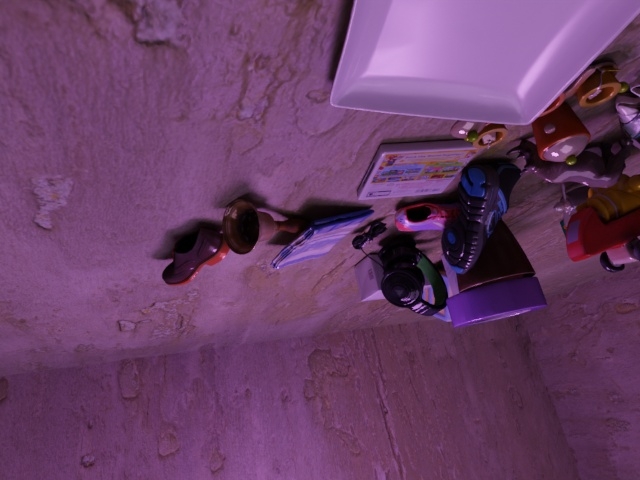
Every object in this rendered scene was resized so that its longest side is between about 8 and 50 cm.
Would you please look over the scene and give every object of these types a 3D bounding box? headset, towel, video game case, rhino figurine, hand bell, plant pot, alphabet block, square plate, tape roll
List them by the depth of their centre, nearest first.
[{"bbox_3d":[0.204,-0.279,0.583,0.348,0.049,0.344,4,161,-6],"label":"square plate"},{"bbox_3d":[0.535,-0.176,0.972,0.244,0.106,0.073,9,179,12],"label":"rhino figurine"},{"bbox_3d":[0.215,-0.158,1.016,0.227,0.026,0.206,-6,158,-13],"label":"video game case"},{"bbox_3d":[-0.105,-0.035,1.090,0.126,0.126,0.242,-28,165,36],"label":"hand bell"},{"bbox_3d":[0.000,0.000,1.237,0.209,0.034,0.285,-15,165,-34],"label":"towel"},{"bbox_3d":[0.487,0.019,1.319,0.216,0.230,0.215,-11,163,-3],"label":"plant pot"},{"bbox_3d":[0.529,0.191,1.351,0.275,0.090,0.274,-12,163,-4],"label":"tape roll"},{"bbox_3d":[0.270,0.077,1.394,0.395,0.243,0.185,29,129,-24],"label":"headset"},{"bbox_3d":[0.555,0.217,1.852,0.197,0.192,0.193,-4,-171,-21],"label":"alphabet block"}]

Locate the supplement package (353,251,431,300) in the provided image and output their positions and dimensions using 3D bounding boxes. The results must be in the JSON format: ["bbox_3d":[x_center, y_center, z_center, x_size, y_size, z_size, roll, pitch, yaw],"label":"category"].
[{"bbox_3d":[0.269,0.129,1.624,0.244,0.138,0.134,-3,158,-25],"label":"supplement package"}]

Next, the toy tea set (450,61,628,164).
[{"bbox_3d":[0.394,-0.211,0.833,0.337,0.124,0.200,-9,159,-7],"label":"toy tea set"}]

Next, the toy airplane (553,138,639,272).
[{"bbox_3d":[0.757,-0.140,1.084,0.386,0.272,0.384,-50,171,34],"label":"toy airplane"}]

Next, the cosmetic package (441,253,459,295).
[{"bbox_3d":[0.587,0.114,1.631,0.138,0.224,0.224,-2,156,-25],"label":"cosmetic package"}]

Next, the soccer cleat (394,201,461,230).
[{"bbox_3d":[0.327,-0.070,1.221,0.248,0.082,0.095,-5,166,-6],"label":"soccer cleat"}]

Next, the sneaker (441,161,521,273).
[{"bbox_3d":[0.418,-0.047,1.152,0.140,0.125,0.340,-15,137,-21],"label":"sneaker"}]

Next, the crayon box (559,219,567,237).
[{"bbox_3d":[1.032,-0.069,1.595,0.279,0.081,0.165,-2,157,-23],"label":"crayon box"}]

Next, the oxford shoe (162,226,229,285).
[{"bbox_3d":[-0.348,0.036,1.158,0.271,0.096,0.098,-31,132,33],"label":"oxford shoe"}]

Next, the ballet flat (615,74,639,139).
[{"bbox_3d":[0.633,-0.284,0.864,0.079,0.076,0.221,7,154,2],"label":"ballet flat"}]
